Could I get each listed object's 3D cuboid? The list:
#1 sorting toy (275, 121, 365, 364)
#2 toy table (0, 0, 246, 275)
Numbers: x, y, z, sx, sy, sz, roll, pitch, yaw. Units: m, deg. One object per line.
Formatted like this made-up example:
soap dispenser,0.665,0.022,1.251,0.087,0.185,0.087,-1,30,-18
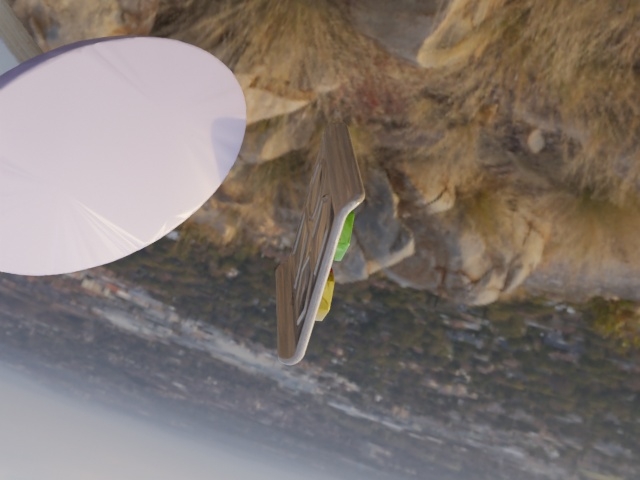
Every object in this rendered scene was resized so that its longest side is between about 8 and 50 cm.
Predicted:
sorting toy,0.000,0.000,0.822,0.038,0.193,0.208,14,119,-13
toy table,-0.220,-0.084,0.670,0.274,0.252,0.161,-19,-154,-40
